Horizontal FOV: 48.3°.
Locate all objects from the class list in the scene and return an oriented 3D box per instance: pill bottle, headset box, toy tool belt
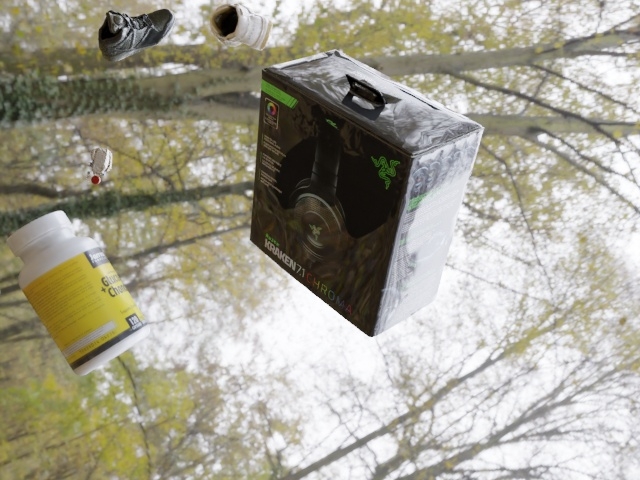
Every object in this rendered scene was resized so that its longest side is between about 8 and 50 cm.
[{"bbox_3d":[-0.294,0.061,0.858,0.184,0.103,0.103,58,-36,-2],"label":"pill bottle"},{"bbox_3d":[0.043,-0.071,0.889,0.246,0.131,0.283,37,-45,32],"label":"headset box"},{"bbox_3d":[-0.492,-0.165,1.587,0.051,0.052,0.083,-166,-92,-76],"label":"toy tool belt"}]

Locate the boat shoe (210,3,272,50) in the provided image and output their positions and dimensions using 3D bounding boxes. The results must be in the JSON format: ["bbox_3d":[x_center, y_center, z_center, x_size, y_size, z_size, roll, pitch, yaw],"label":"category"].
[{"bbox_3d":[-0.206,-0.499,1.627,0.277,0.096,0.098,32,-74,56],"label":"boat shoe"}]

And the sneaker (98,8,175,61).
[{"bbox_3d":[-0.503,-0.582,1.942,0.087,0.227,0.130,60,-10,13],"label":"sneaker"}]
